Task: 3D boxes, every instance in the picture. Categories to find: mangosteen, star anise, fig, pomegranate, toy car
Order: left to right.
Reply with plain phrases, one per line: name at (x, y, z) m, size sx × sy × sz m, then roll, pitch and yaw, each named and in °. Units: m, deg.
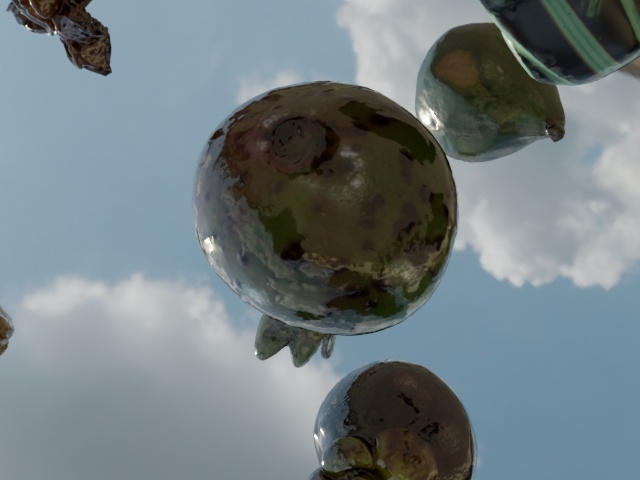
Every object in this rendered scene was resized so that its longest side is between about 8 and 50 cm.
star anise at (-0.262, -0.275, 1.215) m, size 0.140 × 0.144 × 0.158 m, roll 30°, pitch 169°, yaw -7°
pomegranate at (0.013, 0.006, 1.023) m, size 0.242 × 0.306 × 0.242 m, roll -9°, pitch -144°, yaw 6°
mangosteen at (0.112, 0.362, 1.897) m, size 0.313 × 0.297 × 0.297 m, roll -41°, pitch -106°, yaw -19°
fig at (0.241, -0.187, 1.503) m, size 0.245 × 0.195 × 0.195 m, roll 32°, pitch -151°, yaw 32°
toy car at (0.168, -0.256, 0.935) m, size 0.306 × 0.136 × 0.125 m, roll 53°, pitch -148°, yaw -13°

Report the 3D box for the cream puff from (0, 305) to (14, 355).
cream puff at (-0.541, 0.131, 1.714) m, size 0.126 × 0.103 × 0.144 m, roll 46°, pitch 178°, yaw 31°
